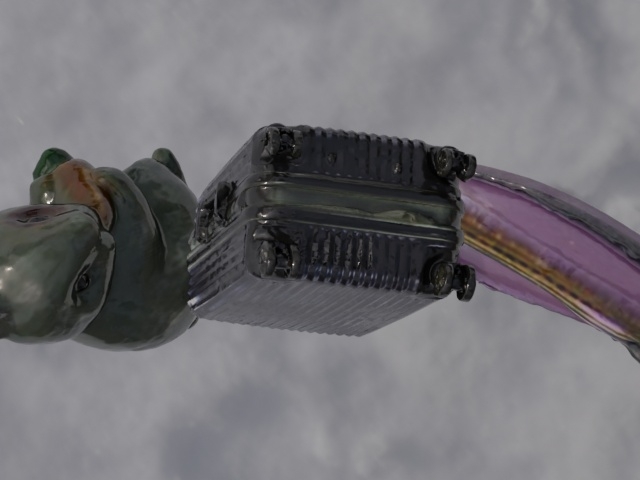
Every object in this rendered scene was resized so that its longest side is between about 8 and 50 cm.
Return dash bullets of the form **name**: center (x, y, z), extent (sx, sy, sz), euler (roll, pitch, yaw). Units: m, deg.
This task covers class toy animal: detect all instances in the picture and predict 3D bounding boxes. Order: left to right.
- **toy animal**: center (-0.140, 0.018, 0.934), extent (0.108, 0.236, 0.138), euler (-30, 94, 21)

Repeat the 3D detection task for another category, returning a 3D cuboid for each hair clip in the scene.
- **hair clip**: center (0.195, 0.044, 1.097), extent (0.359, 0.110, 0.095), euler (37, 92, 4)

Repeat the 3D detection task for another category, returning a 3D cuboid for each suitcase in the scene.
- **suitcase**: center (0.000, 0.000, 0.601), extent (0.086, 0.126, 0.059), euler (8, 76, -15)
